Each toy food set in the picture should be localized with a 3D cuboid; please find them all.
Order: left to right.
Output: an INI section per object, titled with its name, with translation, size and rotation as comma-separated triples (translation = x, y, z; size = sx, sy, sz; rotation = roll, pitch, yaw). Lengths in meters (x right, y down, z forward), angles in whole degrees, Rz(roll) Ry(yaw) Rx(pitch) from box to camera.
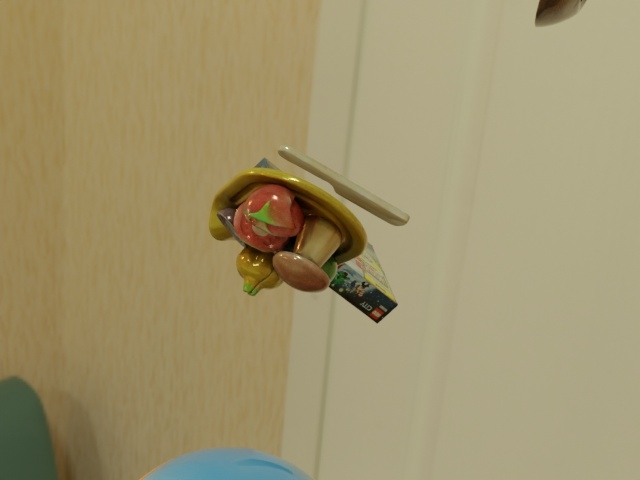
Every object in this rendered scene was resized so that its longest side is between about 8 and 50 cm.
[toy food set]
translation = -0.034, 0.004, 0.789
size = 0.128, 0.071, 0.218
rotation = 33, -23, -13

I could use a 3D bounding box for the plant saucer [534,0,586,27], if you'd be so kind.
[plant saucer]
translation = 0.369, -0.421, 1.229
size = 0.050, 0.311, 0.310
rotation = 27, 25, 13

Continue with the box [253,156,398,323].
[box]
translation = 0.000, 0.000, 1.299
size = 0.233, 0.044, 0.159
rotation = 38, 16, -29

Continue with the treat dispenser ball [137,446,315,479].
[treat dispenser ball]
translation = -0.100, 0.361, 0.968
size = 0.288, 0.288, 0.288
rotation = 5, 20, -2
